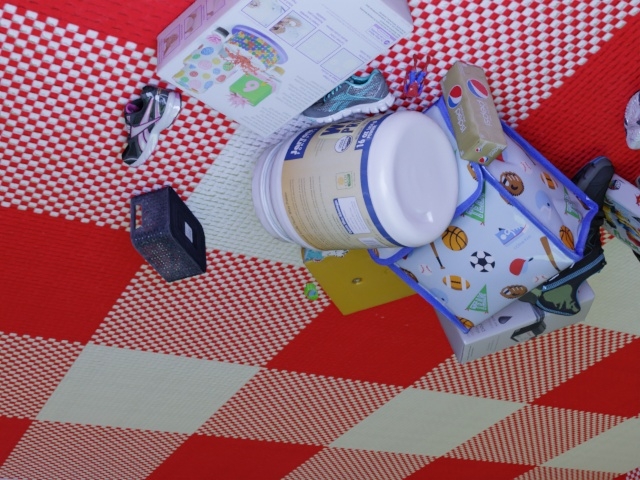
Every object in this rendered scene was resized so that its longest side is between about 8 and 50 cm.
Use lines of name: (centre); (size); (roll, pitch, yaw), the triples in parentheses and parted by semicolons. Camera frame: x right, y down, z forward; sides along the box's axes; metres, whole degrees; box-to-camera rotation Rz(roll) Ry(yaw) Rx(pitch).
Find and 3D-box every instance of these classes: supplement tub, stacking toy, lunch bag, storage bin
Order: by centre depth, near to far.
supplement tub: (0.056, -0.096, 1.502); (0.316, 0.228, 0.228); (-3, 156, 42)
lunch bag: (0.266, -0.056, 1.641); (0.385, 0.239, 0.328); (43, 131, -8)
storage bin: (-0.302, -0.010, 1.719); (0.084, 0.122, 0.180); (-16, 146, 11)
stacking toy: (0.000, 0.000, 1.760); (0.052, 0.166, 0.221); (2, 144, -15)

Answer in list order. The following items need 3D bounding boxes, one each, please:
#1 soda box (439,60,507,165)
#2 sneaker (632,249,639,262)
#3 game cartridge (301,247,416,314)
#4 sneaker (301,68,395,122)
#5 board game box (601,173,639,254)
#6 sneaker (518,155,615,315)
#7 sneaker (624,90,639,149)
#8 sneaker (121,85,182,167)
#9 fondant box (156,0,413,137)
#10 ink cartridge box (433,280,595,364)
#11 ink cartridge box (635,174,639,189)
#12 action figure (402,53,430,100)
soda box: (0.261, -0.219, 1.474); (0.061, 0.181, 0.058); (10, 142, -27)
sneaker: (0.762, -0.007, 1.993); (0.067, 0.078, 0.188); (-12, 146, 6)
game cartridge: (0.154, 0.052, 1.984); (0.324, 0.052, 0.285); (-19, 145, 11)
sneaker: (0.042, -0.256, 1.496); (0.167, 0.065, 0.076); (-11, 122, 12)
board game box: (0.707, -0.009, 1.794); (0.053, 0.305, 0.193); (-43, 142, -4)
sneaker: (0.534, -0.007, 1.777); (0.140, 0.125, 0.340); (26, 99, 6)
sneaker: (0.665, -0.256, 1.584); (0.153, 0.094, 0.235); (3, 136, -1)
sneaker: (-0.310, -0.206, 1.489); (0.077, 0.072, 0.178); (25, 127, -23)
fondant box: (-0.060, -0.321, 1.331); (0.330, 0.096, 0.238); (-32, 140, 31)
ink cartridge box: (0.410, 0.108, 1.902); (0.308, 0.223, 0.129); (-19, 151, -7)
ink cartridge box: (0.820, -0.141, 1.798); (0.235, 0.088, 0.193); (4, 146, -17)
action figure: (0.166, -0.282, 1.499); (0.038, 0.030, 0.115); (2, 150, -6)
